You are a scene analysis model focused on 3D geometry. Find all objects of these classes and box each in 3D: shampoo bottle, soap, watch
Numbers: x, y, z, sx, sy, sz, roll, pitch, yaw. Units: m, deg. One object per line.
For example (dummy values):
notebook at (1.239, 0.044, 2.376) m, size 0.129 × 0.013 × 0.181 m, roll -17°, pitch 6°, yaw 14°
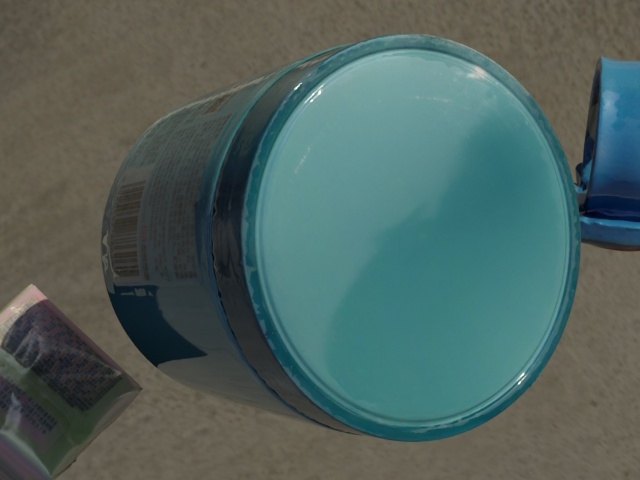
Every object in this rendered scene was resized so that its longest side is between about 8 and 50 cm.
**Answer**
shampoo bottle at (0.000, 0.000, 1.084) m, size 0.343 × 0.331 × 0.331 m, roll -2°, pitch 70°, yaw 60°
soap at (-0.357, 0.189, 1.430) m, size 0.199 × 0.138 × 0.182 m, roll 42°, pitch 51°, yaw 1°
watch at (0.475, -0.148, 1.786) m, size 0.241 × 0.305 × 0.274 m, roll 4°, pitch 116°, yaw 7°
